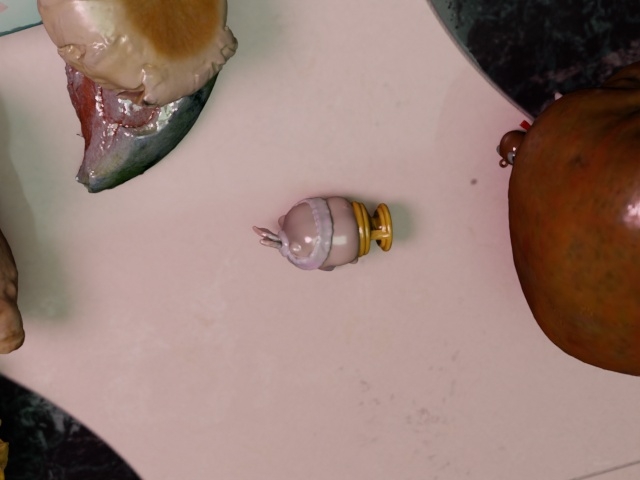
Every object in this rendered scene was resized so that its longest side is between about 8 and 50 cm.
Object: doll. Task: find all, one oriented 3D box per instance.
[{"bbox_3d":[0.207,-0.101,1.063,0.058,0.040,0.085,18,108,-27],"label":"doll"},{"bbox_3d":[0.000,0.000,1.046,0.127,0.073,0.084,-5,140,-10],"label":"doll"}]

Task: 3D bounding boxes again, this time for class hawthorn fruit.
[{"bbox_3d":[0.296,0.001,0.998,0.268,0.268,0.301,-3,120,-9],"label":"hawthorn fruit"}]

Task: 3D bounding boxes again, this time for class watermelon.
[{"bbox_3d":[-0.175,-0.128,0.976,0.139,0.071,0.187,39,97,-14],"label":"watermelon"}]

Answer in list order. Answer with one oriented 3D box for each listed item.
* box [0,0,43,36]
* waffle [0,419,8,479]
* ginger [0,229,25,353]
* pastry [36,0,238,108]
[{"bbox_3d":[-0.335,-0.227,0.902,0.245,0.092,0.153,-17,109,-4],"label":"box"},{"bbox_3d":[-0.421,0.207,1.009,0.262,0.060,0.280,13,116,-5],"label":"waffle"},{"bbox_3d":[-0.325,-0.010,0.902,0.130,0.221,0.275,-38,119,-23],"label":"ginger"},{"bbox_3d":[-0.142,-0.188,0.885,0.166,0.088,0.165,-3,95,-42],"label":"pastry"}]
